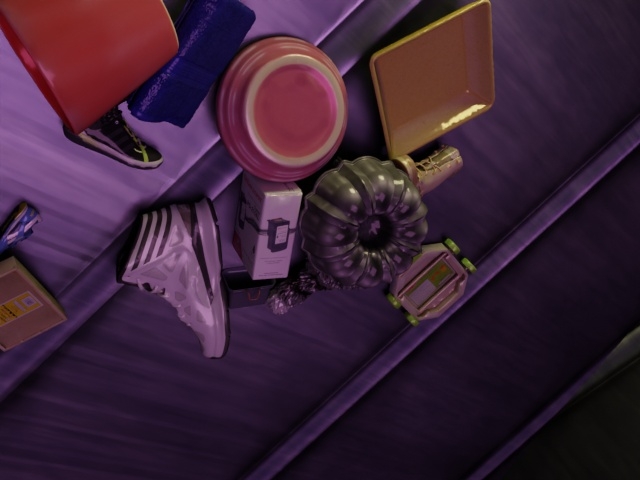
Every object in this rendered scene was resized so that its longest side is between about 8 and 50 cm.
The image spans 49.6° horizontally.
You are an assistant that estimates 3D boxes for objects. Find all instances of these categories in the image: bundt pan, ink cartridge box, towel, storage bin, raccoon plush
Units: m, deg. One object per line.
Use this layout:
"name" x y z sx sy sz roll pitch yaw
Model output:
"bundt pan" 0.119 -0.030 1.660 0.331 0.124 0.331 -7 111 -19
"ink cartridge box" -0.136 -0.049 1.716 0.100 0.172 0.237 -3 121 -26
"towel" -0.269 -0.380 1.441 0.308 0.076 0.227 -53 173 12
"storage bin" -0.196 0.134 1.864 0.135 0.098 0.091 -7 134 -24
"raccoon plush" 0.000 0.000 1.814 0.446 0.216 0.299 -36 122 -2

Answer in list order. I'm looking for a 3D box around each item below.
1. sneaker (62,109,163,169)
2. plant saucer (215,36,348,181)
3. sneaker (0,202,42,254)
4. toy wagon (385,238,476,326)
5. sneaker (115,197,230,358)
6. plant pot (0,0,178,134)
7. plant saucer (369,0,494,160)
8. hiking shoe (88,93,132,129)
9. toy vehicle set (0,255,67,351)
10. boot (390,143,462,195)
"sneaker" -0.436 -0.229 1.497 0.235 0.084 0.097 20 109 -36
"plant saucer" -0.072 -0.295 1.583 0.332 0.084 0.332 -6 104 -26
"sneaker" -0.675 -0.015 1.534 0.144 0.053 0.059 -47 132 9
"toy wagon" 0.321 0.109 2.130 0.267 0.068 0.344 -43 129 4
"sneaker" -0.371 0.115 1.736 0.257 0.169 0.447 -9 117 -12
"plant pot" -0.406 -0.363 1.228 0.243 0.275 0.275 -35 131 -16
"plant saucer" 0.272 -0.406 1.733 0.333 0.081 0.332 -29 140 -8
"hiking shoe" -0.427 -0.337 1.425 0.114 0.086 0.227 41 68 0
"toy vehicle set" -0.710 0.151 1.576 0.166 0.035 0.267 -27 150 -10
"boot" 0.282 -0.194 1.848 0.203 0.095 0.262 -34 158 -6
